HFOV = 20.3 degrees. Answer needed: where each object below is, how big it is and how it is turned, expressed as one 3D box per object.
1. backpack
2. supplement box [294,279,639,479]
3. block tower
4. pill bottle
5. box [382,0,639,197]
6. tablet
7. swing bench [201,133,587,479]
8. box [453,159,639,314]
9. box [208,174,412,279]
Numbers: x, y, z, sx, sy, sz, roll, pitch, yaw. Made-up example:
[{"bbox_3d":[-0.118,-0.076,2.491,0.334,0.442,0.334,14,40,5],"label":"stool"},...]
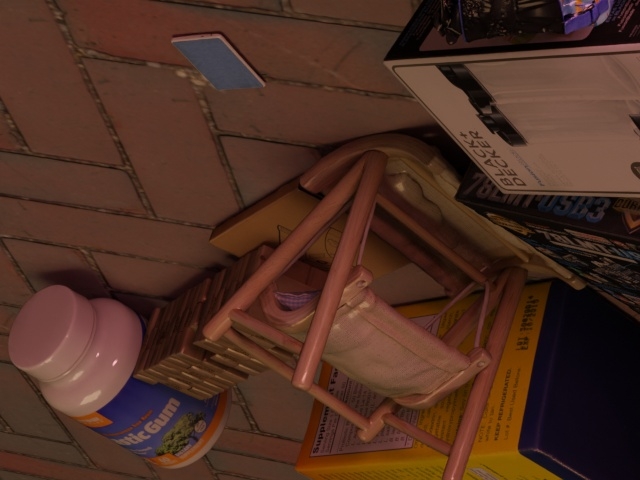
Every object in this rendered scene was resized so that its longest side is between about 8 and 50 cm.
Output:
[{"bbox_3d":[0.122,-0.231,1.124,0.117,0.158,0.173,-1,141,15],"label":"backpack"},{"bbox_3d":[0.176,0.187,1.939,0.195,0.194,0.356,33,151,-35],"label":"supplement box"},{"bbox_3d":[-0.098,0.097,1.979,0.097,0.091,0.335,26,156,-20],"label":"block tower"},{"bbox_3d":[-0.247,0.163,2.182,0.152,0.152,0.272,-7,149,40],"label":"pill bottle"},{"bbox_3d":[0.201,-0.113,1.292,0.169,0.087,0.290,45,158,-30],"label":"box"},{"bbox_3d":[-0.089,-0.157,1.573,0.054,0.006,0.083,-1,152,31],"label":"tablet"},{"bbox_3d":[0.075,0.058,1.690,0.253,0.254,0.165,37,171,-39],"label":"swing bench"},{"bbox_3d":[0.309,0.017,1.535,0.293,0.073,0.295,31,172,-30],"label":"box"},{"bbox_3d":[0.000,0.000,1.847,0.164,0.021,0.201,25,154,-22],"label":"box"}]
